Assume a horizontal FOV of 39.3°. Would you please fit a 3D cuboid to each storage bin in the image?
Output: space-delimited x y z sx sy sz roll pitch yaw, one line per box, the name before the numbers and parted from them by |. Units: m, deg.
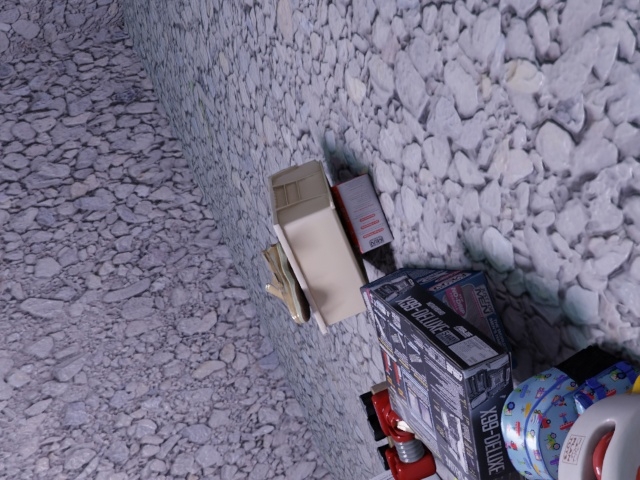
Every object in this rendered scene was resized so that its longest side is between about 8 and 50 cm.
storage bin | 0.000 0.000 1.830 0.260 0.123 0.262 -104 -9 -63

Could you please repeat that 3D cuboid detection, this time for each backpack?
backpack | 0.327 0.238 1.151 0.117 0.173 0.158 24 134 68

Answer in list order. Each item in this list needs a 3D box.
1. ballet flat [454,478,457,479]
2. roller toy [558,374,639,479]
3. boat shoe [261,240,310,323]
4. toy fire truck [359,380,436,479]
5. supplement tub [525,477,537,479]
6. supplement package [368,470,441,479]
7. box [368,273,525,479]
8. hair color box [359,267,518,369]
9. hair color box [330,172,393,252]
ballet flat | 0.301 0.469 1.764 0.077 0.077 0.231 32 144 36
roller toy | 0.373 0.266 1.005 0.209 0.191 0.146 66 165 2
boat shoe | -0.074 0.090 1.780 0.068 0.072 0.190 62 -172 -53
toy fire truck | 0.207 0.428 1.919 0.246 0.159 0.217 -128 19 -71
supplement tub | 0.329 0.314 1.358 0.117 0.117 0.190 60 163 22
supplement package | 0.232 0.654 2.095 0.203 0.149 0.194 50 158 45
box | 0.187 0.220 1.363 0.307 0.077 0.242 -141 34 -61
hair color box | 0.196 0.147 1.585 0.173 0.105 0.347 68 164 -5
hair color box | 0.081 -0.052 1.742 0.141 0.072 0.043 69 165 -5
